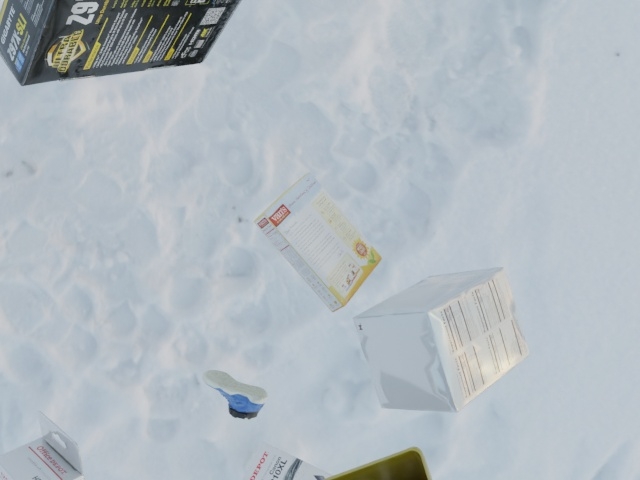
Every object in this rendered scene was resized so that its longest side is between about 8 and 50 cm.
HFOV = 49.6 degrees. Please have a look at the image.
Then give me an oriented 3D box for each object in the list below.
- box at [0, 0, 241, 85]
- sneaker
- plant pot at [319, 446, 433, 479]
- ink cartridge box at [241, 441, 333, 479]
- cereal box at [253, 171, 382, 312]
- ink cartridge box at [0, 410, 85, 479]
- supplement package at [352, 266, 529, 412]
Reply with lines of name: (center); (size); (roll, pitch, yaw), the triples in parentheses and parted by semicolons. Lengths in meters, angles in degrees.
box: (-0.170, -0.305, 0.721); (0.257, 0.079, 0.322); (-22, 164, -45)
sneaker: (-0.201, 0.349, 1.539); (0.152, 0.058, 0.085); (22, 113, -9)
plant pot: (0.113, 0.478, 1.090); (0.212, 0.212, 0.187); (-23, 146, 10)
ink cartridge box: (-0.048, 0.522, 1.341); (0.172, 0.237, 0.100); (-60, 144, -22)
cereal box: (0.000, 0.000, 1.381); (0.240, 0.173, 0.047); (50, 137, -6)
ink cartridge box: (-0.311, 0.298, 0.783); (0.060, 0.104, 0.180); (-20, 117, -42)
supplement package: (0.243, 0.193, 1.383); (0.262, 0.199, 0.198); (-22, 97, -41)
